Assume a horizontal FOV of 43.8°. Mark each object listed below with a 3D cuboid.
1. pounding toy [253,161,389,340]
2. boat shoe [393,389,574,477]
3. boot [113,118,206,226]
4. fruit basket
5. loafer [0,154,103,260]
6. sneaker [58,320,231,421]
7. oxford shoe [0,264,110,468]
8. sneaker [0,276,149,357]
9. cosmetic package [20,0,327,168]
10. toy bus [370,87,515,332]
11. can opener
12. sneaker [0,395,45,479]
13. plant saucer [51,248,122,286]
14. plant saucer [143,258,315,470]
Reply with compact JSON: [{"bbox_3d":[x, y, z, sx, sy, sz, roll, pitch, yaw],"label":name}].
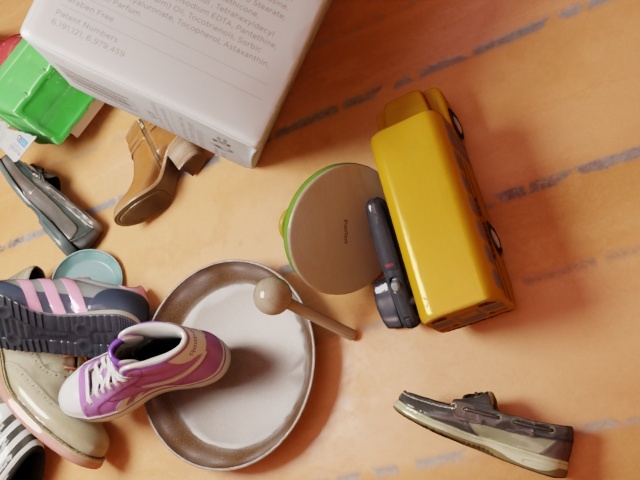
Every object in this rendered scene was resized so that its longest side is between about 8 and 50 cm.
[{"bbox_3d":[0.000,0.000,1.122,0.110,0.183,0.237,24,92,57],"label":"pounding toy"},{"bbox_3d":[0.202,0.223,0.986,0.223,0.080,0.073,17,79,26],"label":"boat shoe"},{"bbox_3d":[-0.300,-0.130,1.359,0.197,0.073,0.152,-41,62,-1],"label":"boot"},{"bbox_3d":[-0.522,-0.324,1.505,0.327,0.165,0.353,-54,38,-3],"label":"fruit basket"},{"bbox_3d":[-0.488,-0.075,1.445,0.084,0.096,0.267,-40,67,-9],"label":"loafer"},{"bbox_3d":[-0.289,0.178,1.141,0.282,0.161,0.102,-23,64,15],"label":"sneaker"},{"bbox_3d":[-0.443,0.196,1.309,0.146,0.140,0.397,-44,63,1],"label":"oxford shoe"},{"bbox_3d":[-0.432,0.106,1.275,0.318,0.131,0.112,11,121,-4],"label":"sneaker"},{"bbox_3d":[-0.156,-0.354,1.122,0.327,0.329,0.394,25,88,-6],"label":"cosmetic package"},{"bbox_3d":[0.152,-0.051,1.053,0.108,0.130,0.333,-23,67,21],"label":"toy bus"},{"bbox_3d":[0.096,0.032,1.071,0.073,0.059,0.186,-13,100,11],"label":"can opener"},{"bbox_3d":[-0.639,0.437,1.325,0.447,0.169,0.257,-43,59,9],"label":"sneaker"},{"bbox_3d":[-0.396,0.073,1.357,0.119,0.021,0.119,1,64,-2],"label":"plant saucer"},{"bbox_3d":[-0.135,0.184,1.192,0.310,0.050,0.311,-9,72,27],"label":"plant saucer"}]
